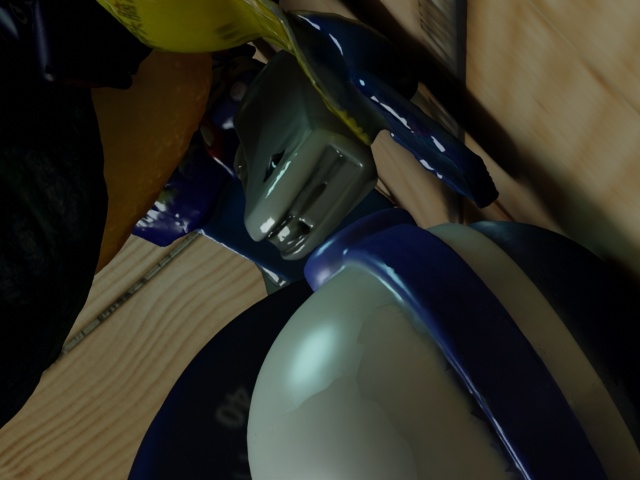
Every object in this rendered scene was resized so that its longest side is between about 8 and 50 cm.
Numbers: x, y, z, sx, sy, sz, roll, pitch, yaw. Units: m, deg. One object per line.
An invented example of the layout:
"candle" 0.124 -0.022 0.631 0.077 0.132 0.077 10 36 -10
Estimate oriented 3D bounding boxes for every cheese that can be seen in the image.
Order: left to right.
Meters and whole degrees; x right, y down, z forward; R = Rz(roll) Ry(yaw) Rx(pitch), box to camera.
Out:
"cheese" -0.039 -0.092 0.490 0.250 0.064 0.156 39 180 14

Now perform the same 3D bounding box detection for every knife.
"knife" -0.013 -0.042 0.643 0.040 0.073 0.265 39 -173 -12

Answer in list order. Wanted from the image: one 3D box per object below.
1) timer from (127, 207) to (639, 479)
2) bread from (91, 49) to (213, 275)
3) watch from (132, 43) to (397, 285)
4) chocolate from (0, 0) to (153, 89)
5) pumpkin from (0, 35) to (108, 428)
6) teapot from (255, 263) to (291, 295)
"timer" 0.044 0.103 0.555 0.270 0.270 0.383 48 165 11
"bread" -0.260 -0.142 1.017 0.394 0.361 0.250 46 -157 25
"watch" -0.040 -0.039 1.107 0.200 0.171 0.196 32 -174 -27
"chocolate" -0.156 -0.183 0.576 0.126 0.148 0.343 -4 153 37
"pumpkin" -0.288 -0.030 0.705 0.363 0.363 0.266 48 141 17
"teapot" 0.000 0.000 1.515 0.239 0.162 0.149 3 -135 -46
